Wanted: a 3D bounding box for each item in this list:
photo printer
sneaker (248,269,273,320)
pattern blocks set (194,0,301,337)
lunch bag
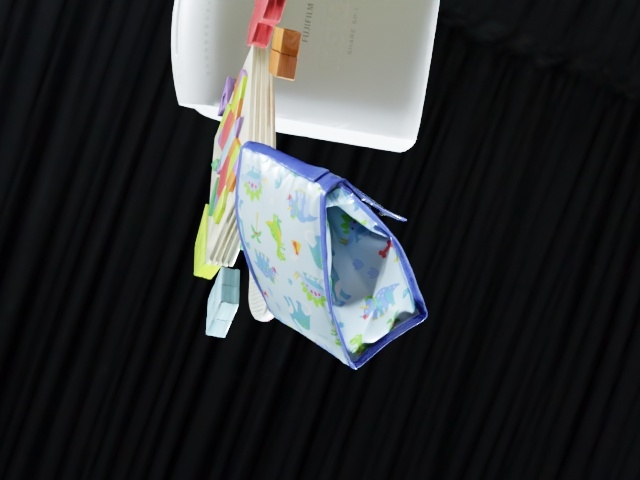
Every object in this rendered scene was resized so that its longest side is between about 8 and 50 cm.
[{"bbox_3d":[-0.020,-0.251,1.737,0.308,0.256,0.107,9,-178,-22],"label":"photo printer"},{"bbox_3d":[-0.038,0.034,1.544,0.070,0.051,0.134,13,-143,-18],"label":"sneaker"},{"bbox_3d":[-0.074,-0.082,1.372,0.026,0.285,0.324,13,-148,-14],"label":"pattern blocks set"},{"bbox_3d":[0.000,0.000,1.131,0.129,0.096,0.151,26,146,52],"label":"lunch bag"}]
